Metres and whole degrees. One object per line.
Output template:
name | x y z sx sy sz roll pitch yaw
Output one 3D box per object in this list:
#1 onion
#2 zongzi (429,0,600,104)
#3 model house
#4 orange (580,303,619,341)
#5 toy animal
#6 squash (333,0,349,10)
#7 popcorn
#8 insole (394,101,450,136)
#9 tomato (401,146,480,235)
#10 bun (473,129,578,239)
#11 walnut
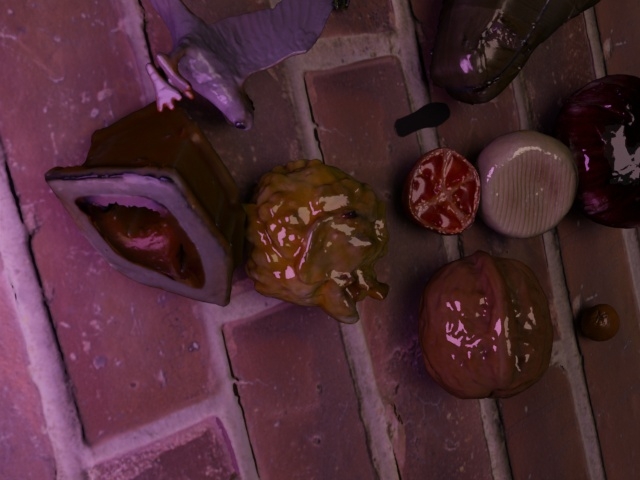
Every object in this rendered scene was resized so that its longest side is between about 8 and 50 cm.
onion | 0.604 -0.176 1.604 0.313 0.232 0.314 3 85 -32
zongzi | 0.380 -0.387 1.516 0.392 0.174 0.356 20 82 -37
model house | -0.204 -0.065 1.143 0.239 0.173 0.268 -78 146 -52
orange | 0.567 0.166 1.660 0.085 0.085 0.085 1 87 -32
toy animal | -0.165 -0.291 1.100 0.284 0.225 0.302 41 35 -12
squash | 0.009 -0.503 1.335 0.066 0.066 0.252 -21 98 -31
popcorn | 0.000 0.000 1.235 0.233 0.192 0.266 -36 90 -22
insole | 0.184 -0.218 1.474 0.135 0.002 0.045 -26 101 -31
tomato | 0.203 -0.086 1.439 0.155 0.069 0.156 -2 94 -25
bun | 0.368 -0.110 1.521 0.222 0.127 0.222 -9 121 -16
walnut | 0.279 0.141 1.396 0.224 0.257 0.257 -3 90 -1
